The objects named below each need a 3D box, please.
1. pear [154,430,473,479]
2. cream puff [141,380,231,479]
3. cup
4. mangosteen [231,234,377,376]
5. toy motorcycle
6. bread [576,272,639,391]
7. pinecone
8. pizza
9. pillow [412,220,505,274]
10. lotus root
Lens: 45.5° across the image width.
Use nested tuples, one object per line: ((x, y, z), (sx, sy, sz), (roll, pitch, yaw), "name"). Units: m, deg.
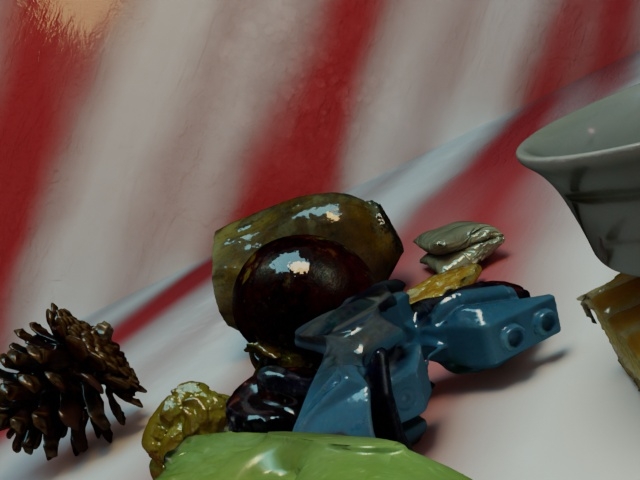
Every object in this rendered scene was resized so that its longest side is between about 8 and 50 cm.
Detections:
((-0.004, 0.259, 0.403), (0.318, 0.238, 0.342), (-6, 11, 21), "pear")
((-0.163, 0.249, 0.985), (0.121, 0.156, 0.156), (-3, 16, 11), "cream puff")
((0.369, -0.065, 0.685), (0.347, 0.163, 0.347), (-20, 10, 4), "cup")
((-0.034, 0.133, 1.142), (0.231, 0.231, 0.289), (-13, 47, 44), "mangosteen")
((0.101, 0.152, 0.878), (0.416, 0.172, 0.232), (-19, 15, -21), "toy motorcycle")
((0.390, 0.076, 0.698), (0.246, 0.111, 0.239), (-22, 10, 10), "bread")
((-0.440, 0.251, 1.299), (0.264, 0.264, 0.264), (-23, 11, 5), "pinecone")
((0.198, 0.086, 1.257), (0.160, 0.035, 0.099), (-30, 13, -32), "pizza")
((0.250, 0.010, 1.407), (0.134, 0.077, 0.181), (-22, 8, -5), "pillow")
((-0.018, 0.036, 1.437), (0.346, 0.250, 0.250), (-20, 11, 14), "lotus root")
